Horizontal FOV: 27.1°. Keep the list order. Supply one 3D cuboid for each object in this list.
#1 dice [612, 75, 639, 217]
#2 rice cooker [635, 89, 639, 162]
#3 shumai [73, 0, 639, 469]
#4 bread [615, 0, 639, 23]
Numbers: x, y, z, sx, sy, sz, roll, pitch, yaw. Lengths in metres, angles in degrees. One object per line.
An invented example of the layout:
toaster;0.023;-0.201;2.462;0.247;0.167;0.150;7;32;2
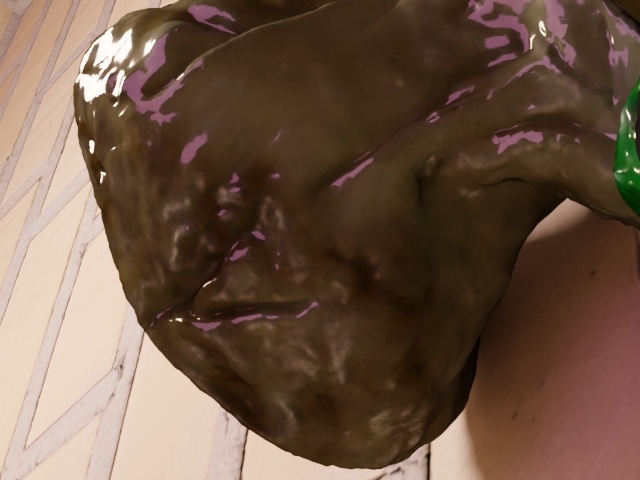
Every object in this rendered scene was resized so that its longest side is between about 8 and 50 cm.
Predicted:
dice;0.223;-0.043;0.617;0.128;0.131;0.120;-58;21;-3
rice cooker;0.253;-0.033;0.426;0.267;0.224;0.267;-43;28;29
shumai;0.039;-0.072;0.770;0.292;0.330;0.288;-44;-2;-46
bread;0.234;-0.232;0.893;0.361;0.077;0.138;-44;37;27
